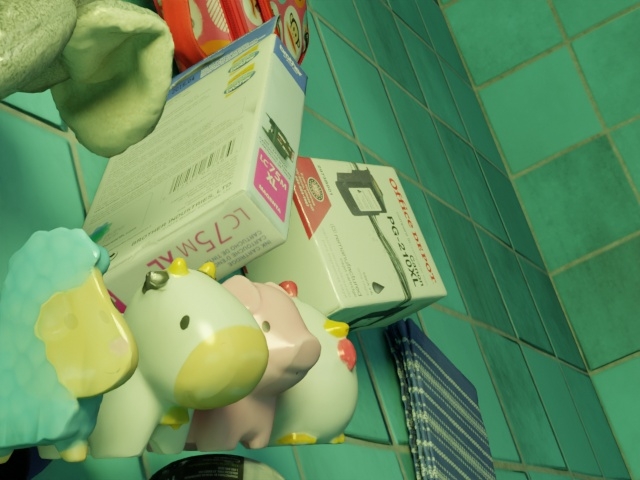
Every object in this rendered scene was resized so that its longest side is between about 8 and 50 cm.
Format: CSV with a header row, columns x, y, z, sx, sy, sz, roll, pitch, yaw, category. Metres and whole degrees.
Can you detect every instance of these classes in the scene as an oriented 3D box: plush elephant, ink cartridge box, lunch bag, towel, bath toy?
x,y,z,sx,sy,sz,roll,pitch,yaw,category
-0.223,-0.160,0.657,0.272,0.330,0.255,55,-19,17,plush elephant
-0.103,-0.063,0.930,0.065,0.186,0.311,49,24,-28,ink cartridge box
-0.109,-0.282,1.196,0.258,0.120,0.293,-72,151,-50,lunch bag
0.165,0.281,1.404,0.243,0.040,0.336,45,29,-45,towel
-0.071,0.075,0.739,0.348,0.151,0.129,18,68,-62,bath toy
0.018,0.008,1.220,0.237,0.100,0.172,-1,66,-58,ink cartridge box

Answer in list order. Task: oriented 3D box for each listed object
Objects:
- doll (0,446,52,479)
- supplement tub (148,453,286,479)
x,y,z,sx,sy,sz,roll,pitch,yaw,category
-0.204,0.119,0.664,0.129,0.046,0.189,65,22,-9,doll
-0.072,0.245,0.733,0.117,0.117,0.190,50,25,-33,supplement tub
